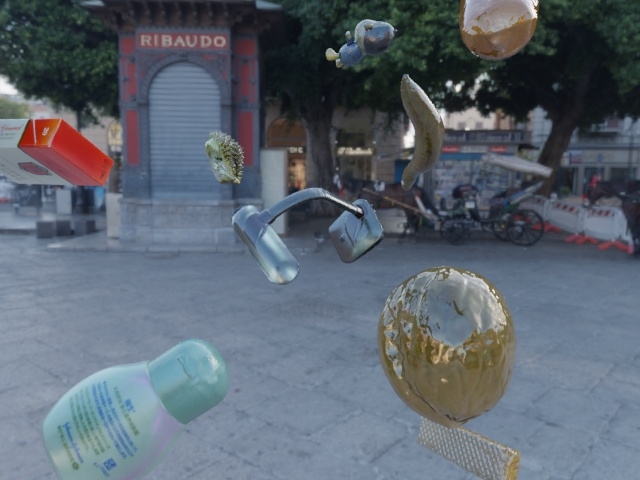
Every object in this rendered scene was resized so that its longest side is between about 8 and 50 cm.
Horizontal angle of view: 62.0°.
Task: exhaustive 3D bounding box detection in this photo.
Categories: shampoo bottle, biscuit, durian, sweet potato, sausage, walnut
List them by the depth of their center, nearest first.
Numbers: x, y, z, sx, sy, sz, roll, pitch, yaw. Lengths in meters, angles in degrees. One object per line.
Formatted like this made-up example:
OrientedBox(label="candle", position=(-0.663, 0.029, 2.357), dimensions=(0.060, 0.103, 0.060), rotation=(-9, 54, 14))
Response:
OrientedBox(label="sausage", position=(0.233, -0.305, 0.698), dimensions=(0.098, 0.098, 0.238), rotation=(3, 39, 14))
OrientedBox(label="shampoo bottle", position=(-0.340, 0.323, 1.035), dimensions=(0.350, 0.221, 0.151), rotation=(-33, -20, -4))
OrientedBox(label="walnut", position=(0.268, 0.224, 1.131), dimensions=(0.333, 0.332, 0.333), rotation=(1, 8, 0))
OrientedBox(label="sweet potato", position=(0.254, -0.250, 1.325), dimensions=(0.108, 0.346, 0.079), rotation=(28, 55, 29))
OrientedBox(label="biscuit", position=(0.361, 0.524, 1.356), dimensions=(0.054, 0.094, 0.379), rotation=(20, -10, -19))
OrientedBox(label="durian", position=(-0.252, -0.222, 1.460), dimensions=(0.103, 0.146, 0.208), rotation=(-16, 44, -19))

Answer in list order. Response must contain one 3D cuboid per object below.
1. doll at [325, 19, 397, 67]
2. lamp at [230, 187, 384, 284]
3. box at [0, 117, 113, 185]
OrientedBox(label="doll", position=(0.099, -0.470, 1.268), dimensions=(0.179, 0.088, 0.102), rotation=(-9, -11, 31))
OrientedBox(label="lamp", position=(0.002, -0.005, 1.005), dimensions=(0.283, 0.124, 0.203), rotation=(6, 44, -38))
OrientedBox(label="box", position=(-0.360, -0.111, 0.678), dimensions=(0.152, 0.048, 0.100), rotation=(1, -20, 19))
